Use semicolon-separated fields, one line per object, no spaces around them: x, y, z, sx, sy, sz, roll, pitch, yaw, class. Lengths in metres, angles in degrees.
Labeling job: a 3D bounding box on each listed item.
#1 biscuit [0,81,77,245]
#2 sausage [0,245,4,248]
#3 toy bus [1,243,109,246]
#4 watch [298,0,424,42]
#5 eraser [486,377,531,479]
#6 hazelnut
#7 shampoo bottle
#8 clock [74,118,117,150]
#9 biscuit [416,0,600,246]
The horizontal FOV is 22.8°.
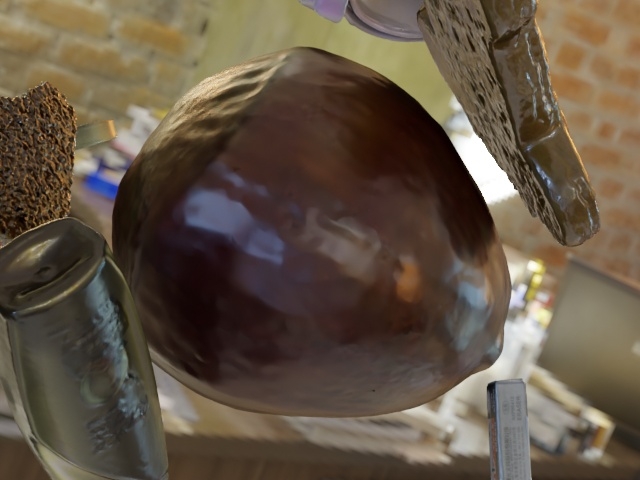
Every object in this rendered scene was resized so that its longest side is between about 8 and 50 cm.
-0.305;-0.087;1.649;0.131;0.026;0.237;43;35;-43;biscuit
-0.268;0.078;1.688;0.223;0.029;0.029;42;7;-16;sausage
-0.306;0.036;1.981;0.106;0.092;0.268;31;1;-36;toy bus
0.105;-0.337;1.885;0.231;0.244;0.196;16;55;-18;watch
0.159;0.179;1.348;0.029;0.122;0.052;-2;-9;-3;eraser
0.000;0.000;1.558;0.421;0.352;0.421;20;3;-1;hazelnut
-0.201;0.136;1.364;0.125;0.350;0.084;-35;52;-24;shampoo bottle
-0.373;-0.116;2.020;0.235;0.029;0.235;-14;7;2;clock
0.159;-0.208;1.521;0.394;0.076;0.368;63;0;-41;biscuit
